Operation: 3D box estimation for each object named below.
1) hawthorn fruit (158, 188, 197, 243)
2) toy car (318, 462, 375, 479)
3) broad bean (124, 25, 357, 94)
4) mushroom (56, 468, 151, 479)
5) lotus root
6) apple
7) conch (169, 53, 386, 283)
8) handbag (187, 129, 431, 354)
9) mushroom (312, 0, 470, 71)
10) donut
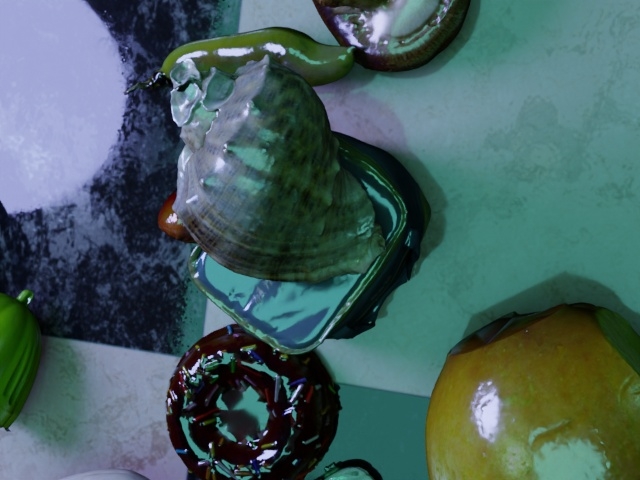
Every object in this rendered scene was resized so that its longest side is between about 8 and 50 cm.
[{"bbox_3d":[-0.174,-0.033,1.608,0.077,0.077,0.077,1,94,11],"label":"hawthorn fruit"},{"bbox_3d":[-0.009,0.358,1.606,0.186,0.058,0.093,-31,86,12],"label":"toy car"},{"bbox_3d":[-0.098,-0.226,1.562,0.325,0.067,0.075,0,88,29],"label":"broad bean"},{"bbox_3d":[-0.292,0.418,1.567,0.315,0.356,0.315,-10,69,28],"label":"mushroom"},{"bbox_3d":[-0.434,0.134,1.635,0.186,0.186,0.186,1,94,11],"label":"lotus root"},{"bbox_3d":[0.307,0.231,1.416,0.384,0.374,0.374,-22,89,-18],"label":"apple"},{"bbox_3d":[-0.062,-0.065,1.295,0.210,0.159,0.291,-44,86,7],"label":"conch"},{"bbox_3d":[0.000,0.000,1.486,0.222,0.241,0.263,39,99,7],"label":"handbag"},{"bbox_3d":[0.081,-0.323,1.515,0.194,0.138,0.231,-24,100,-1],"label":"mushroom"},{"bbox_3d":[-0.095,0.224,1.599,0.235,0.089,0.235,0,93,9],"label":"donut"}]
